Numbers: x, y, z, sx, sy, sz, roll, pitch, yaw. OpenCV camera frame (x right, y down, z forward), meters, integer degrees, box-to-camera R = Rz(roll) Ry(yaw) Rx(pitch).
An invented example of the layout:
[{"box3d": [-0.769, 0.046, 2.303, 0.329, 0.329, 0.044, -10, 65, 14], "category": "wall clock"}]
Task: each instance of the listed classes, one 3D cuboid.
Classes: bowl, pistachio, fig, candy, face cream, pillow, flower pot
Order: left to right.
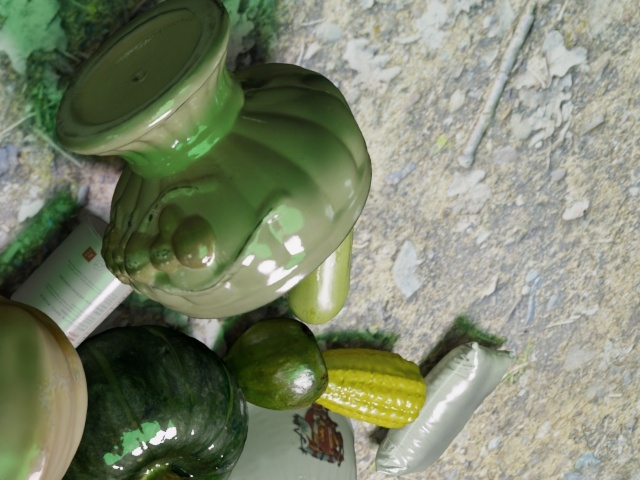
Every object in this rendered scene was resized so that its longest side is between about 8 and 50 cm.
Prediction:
[{"box3d": [-0.423, 0.197, 1.435, 0.445, 0.365, 0.281, -30, 152, 30], "category": "pistachio"}, {"box3d": [-0.301, 0.079, 1.599, 0.214, 0.096, 0.096, -45, 137, 6], "category": "face cream"}, {"box3d": [-0.124, -0.093, 1.456, 0.307, 0.307, 0.244, -40, 121, 0], "category": "flower pot"}, {"box3d": [-0.073, 0.165, 1.820, 0.156, 0.123, 0.123, -19, 136, 2], "category": "fig"}, {"box3d": [-0.066, 0.383, 1.973, 0.337, 0.157, 0.337, -18, 133, -20], "category": "bowl"}, {"box3d": [0.045, 0.195, 1.936, 0.198, 0.106, 0.094, 15, 132, -35], "category": "candy"}, {"box3d": [0.185, 0.249, 2.095, 0.144, 0.078, 0.254, 15, 116, -52], "category": "pillow"}]

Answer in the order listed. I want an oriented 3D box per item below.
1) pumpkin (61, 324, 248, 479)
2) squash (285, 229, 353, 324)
[{"box3d": [-0.231, 0.246, 1.706, 0.300, 0.207, 0.300, -23, 144, -18], "category": "pumpkin"}, {"box3d": [0.000, 0.000, 1.758, 0.083, 0.083, 0.250, -15, 130, -25], "category": "squash"}]
